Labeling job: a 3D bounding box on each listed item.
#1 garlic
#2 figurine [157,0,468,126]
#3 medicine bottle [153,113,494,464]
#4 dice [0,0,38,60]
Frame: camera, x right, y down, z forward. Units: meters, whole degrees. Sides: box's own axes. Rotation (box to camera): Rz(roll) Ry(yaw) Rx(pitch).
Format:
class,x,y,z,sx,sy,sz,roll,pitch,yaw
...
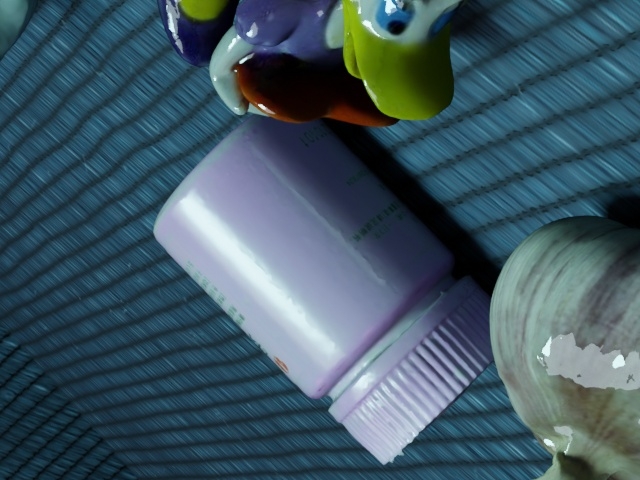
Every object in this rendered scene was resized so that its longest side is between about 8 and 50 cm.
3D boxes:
class,x,y,z,sx,sy,sz,roll,pitch,yaw
garlic,0.195,0.123,1.275,0.245,0.253,0.245,41,168,11
figurine,0.013,-0.172,1.227,0.421,0.154,0.193,-144,60,-60
medicine bottle,0.014,0.034,1.566,0.291,0.178,0.178,45,160,4
dice,-0.487,-0.293,1.749,0.348,0.330,0.328,24,150,50
